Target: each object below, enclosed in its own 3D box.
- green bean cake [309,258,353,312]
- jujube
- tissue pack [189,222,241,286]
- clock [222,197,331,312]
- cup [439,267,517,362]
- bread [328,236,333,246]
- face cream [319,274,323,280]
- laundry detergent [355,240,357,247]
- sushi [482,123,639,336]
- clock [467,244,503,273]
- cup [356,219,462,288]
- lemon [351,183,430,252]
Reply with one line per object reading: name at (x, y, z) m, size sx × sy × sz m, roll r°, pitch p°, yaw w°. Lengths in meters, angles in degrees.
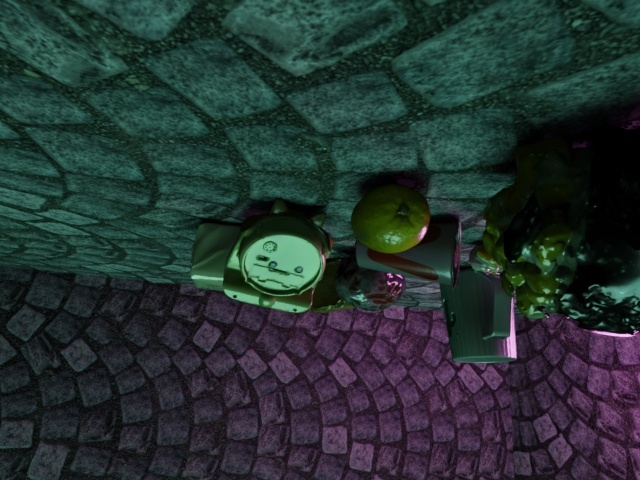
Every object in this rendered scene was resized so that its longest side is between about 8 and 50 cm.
green bean cake at (0.049, 0.201, 1.832) m, size 0.224 × 0.229 × 0.131 m, roll -16°, pitch 157°, yaw 42°
jujube at (0.193, 0.167, 1.645) m, size 0.308 × 0.215 × 0.246 m, roll 9°, pitch 149°, yaw -38°
tissue pack at (-0.252, 0.078, 1.472) m, size 0.381 × 0.207 × 0.297 m, roll 7°, pitch 166°, yaw -12°
clock at (-0.113, 0.046, 1.210) m, size 0.286 × 0.117 × 0.348 m, roll 15°, pitch 124°, yaw -16°
cup at (0.678, 0.311, 1.794) m, size 0.310 × 0.392 × 0.401 m, roll -10°, pitch 156°, yaw 25°
bread at (0.000, 0.000, 1.426) m, size 0.062 × 0.049 × 0.103 m, roll -1°, pitch 162°, yaw 19°
face cream at (-0.136, 0.148, 1.823) m, size 0.370 × 0.145 × 0.145 m, roll -4°, pitch 163°, yaw 31°
laundry detergent at (0.197, 0.012, 1.421) m, size 0.165 × 0.049 × 0.097 m, roll 0°, pitch 157°, yaw 20°
sushi at (0.433, -0.028, 0.707) m, size 0.285 × 0.327 × 0.329 m, roll 11°, pitch 169°, yaw 18°
clock at (0.590, 0.062, 1.403) m, size 0.231 × 0.103 × 0.144 m, roll 15°, pitch 153°, yaw -40°
cup at (0.263, 0.029, 1.238) m, size 0.289 × 0.202 × 0.203 m, roll 4°, pitch 166°, yaw 24°
lemon at (0.163, -0.051, 0.979) m, size 0.170 × 0.169 × 0.207 m, roll 8°, pitch 172°, yaw -16°
